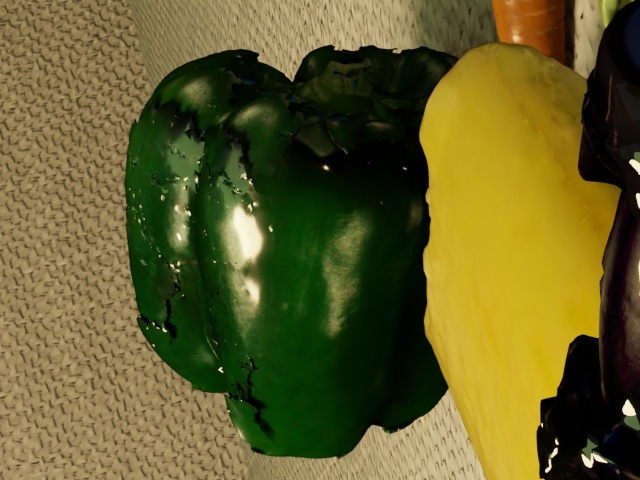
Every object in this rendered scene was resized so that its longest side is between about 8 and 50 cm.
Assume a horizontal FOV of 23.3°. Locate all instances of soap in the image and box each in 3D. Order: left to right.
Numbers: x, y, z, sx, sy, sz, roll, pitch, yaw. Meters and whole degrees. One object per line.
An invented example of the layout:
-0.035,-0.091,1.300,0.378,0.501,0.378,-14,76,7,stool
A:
0.159,0.125,0.752,0.306,0.115,0.427,99,156,-52,soap

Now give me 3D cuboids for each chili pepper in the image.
0.000,0.000,1.021,0.233,0.248,0.257,-121,30,-59,chili pepper

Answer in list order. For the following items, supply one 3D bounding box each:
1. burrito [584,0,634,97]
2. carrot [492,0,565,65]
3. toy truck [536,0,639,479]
0.166,-0.024,0.597,0.054,0.104,0.288,-52,40,33,burrito
0.111,-0.174,0.829,0.062,0.066,0.271,-56,-25,-36,carrot
0.166,0.005,0.418,0.177,0.213,0.161,23,137,27,toy truck
